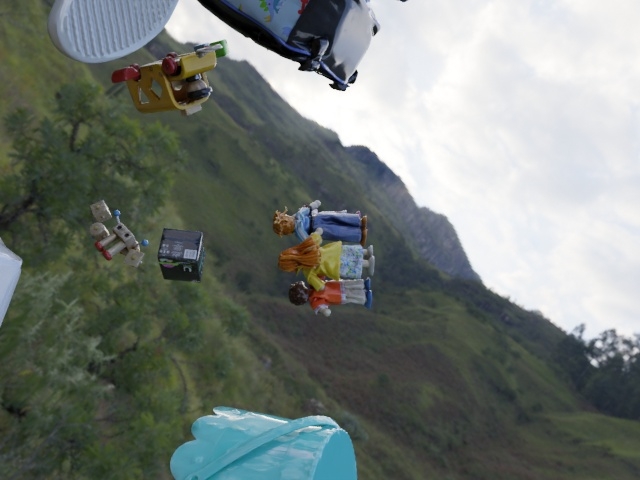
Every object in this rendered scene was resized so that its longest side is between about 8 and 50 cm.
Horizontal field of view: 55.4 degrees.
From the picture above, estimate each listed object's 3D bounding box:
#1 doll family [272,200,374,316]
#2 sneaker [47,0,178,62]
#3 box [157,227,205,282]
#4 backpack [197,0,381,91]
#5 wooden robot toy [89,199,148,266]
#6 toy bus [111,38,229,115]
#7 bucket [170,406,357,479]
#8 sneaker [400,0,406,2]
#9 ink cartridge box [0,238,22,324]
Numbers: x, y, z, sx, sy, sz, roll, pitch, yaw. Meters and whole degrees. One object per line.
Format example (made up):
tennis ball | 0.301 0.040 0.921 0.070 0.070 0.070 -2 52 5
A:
doll family | 0.000 0.000 1.040 0.262 0.163 0.118 -95 -171 -45
sneaker | -0.302 -0.397 0.939 0.150 0.365 0.135 4 -39 37
box | -0.216 0.025 0.953 0.062 0.052 0.083 7 -28 -4
backpack | -0.020 -0.160 0.377 0.114 0.084 0.105 35 14 12
wooden robot toy | -0.380 0.006 1.155 0.173 0.076 0.079 42 -19 23
toy bus | -0.245 -0.273 1.064 0.202 0.191 0.104 -104 180 -67
bucket | -0.069 0.361 0.812 0.183 0.281 0.281 1 -32 18
sneaker | 0.142 -0.513 1.225 0.221 0.083 0.087 16 0 30
ink cartridge box | -0.367 0.083 0.308 0.310 0.271 0.130 22 -3 -37
